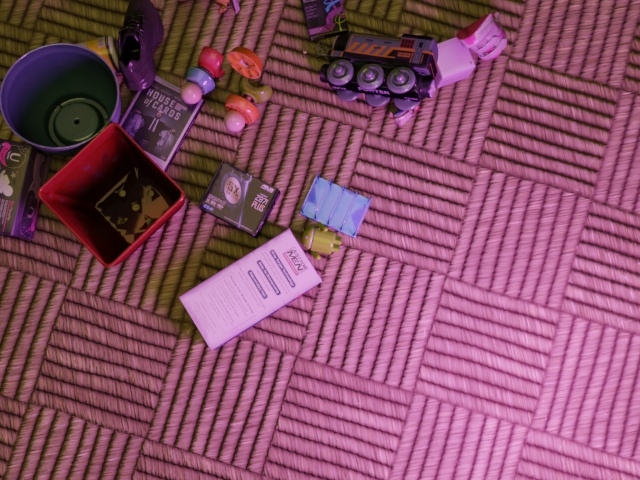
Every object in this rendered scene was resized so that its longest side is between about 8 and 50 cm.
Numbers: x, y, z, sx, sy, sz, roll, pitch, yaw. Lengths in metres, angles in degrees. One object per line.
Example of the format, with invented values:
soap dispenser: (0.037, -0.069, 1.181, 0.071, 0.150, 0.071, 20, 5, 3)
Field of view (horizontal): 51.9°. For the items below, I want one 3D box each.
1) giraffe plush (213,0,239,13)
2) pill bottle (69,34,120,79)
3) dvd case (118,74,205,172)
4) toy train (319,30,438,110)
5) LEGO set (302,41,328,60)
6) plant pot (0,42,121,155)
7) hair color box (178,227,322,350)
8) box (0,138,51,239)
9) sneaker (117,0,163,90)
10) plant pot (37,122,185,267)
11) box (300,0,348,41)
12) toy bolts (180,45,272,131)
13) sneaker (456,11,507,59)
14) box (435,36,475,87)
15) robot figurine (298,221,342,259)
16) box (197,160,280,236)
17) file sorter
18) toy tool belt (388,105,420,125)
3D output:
giraffe plush: (-0.323, -0.745, 1.845, 0.171, 0.210, 0.181, 16, 49, 16)
pill bottle: (-0.653, -0.502, 1.840, 0.184, 0.103, 0.103, -15, 85, -1)
dvd case: (-0.462, -0.334, 1.863, 0.179, 0.029, 0.238, 28, 86, 2)
toy train: (0.165, -0.474, 1.801, 0.334, 0.142, 0.190, 14, 78, 23)
LEGO set: (-0.011, -0.542, 1.887, 0.083, 0.023, 0.054, -17, 85, -2)
plant pot: (-0.666, -0.345, 1.753, 0.293, 0.196, 0.292, 1, 76, -5)
hair color box: (-0.185, 0.133, 1.783, 0.347, 0.105, 0.173, -32, 86, -3)
box: (-0.841, -0.137, 1.775, 0.142, 0.163, 0.247, 12, 85, -3)
sneaker: (-0.505, -0.566, 1.823, 0.109, 0.130, 0.286, -4, 73, 3)
plant pot: (-0.517, -0.103, 1.738, 0.267, 0.236, 0.267, -44, 86, -4)
box: (0.008, -0.665, 1.896, 0.116, 0.029, 0.162, -13, 83, -2)
toy bolts: (-0.270, -0.420, 1.787, 0.229, 0.218, 0.158, 26, 72, 9)
sneaker: (0.457, -0.552, 1.801, 0.103, 0.252, 0.111, -25, 98, 37)
box: (0.365, -0.503, 1.854, 0.101, 0.087, 0.101, -20, 85, -2)
robot figurine: (0.000, 0.000, 1.815, 0.115, 0.067, 0.101, 14, 115, 0)
box: (-0.222, -0.112, 1.819, 0.180, 0.077, 0.147, 28, 85, 2)
file sorter: (0.043, -0.099, 1.807, 0.170, 0.104, 0.118, 24, 84, 2)
toy tool belt: (0.237, -0.366, 1.860, 0.083, 0.052, 0.051, -45, 95, -5)
